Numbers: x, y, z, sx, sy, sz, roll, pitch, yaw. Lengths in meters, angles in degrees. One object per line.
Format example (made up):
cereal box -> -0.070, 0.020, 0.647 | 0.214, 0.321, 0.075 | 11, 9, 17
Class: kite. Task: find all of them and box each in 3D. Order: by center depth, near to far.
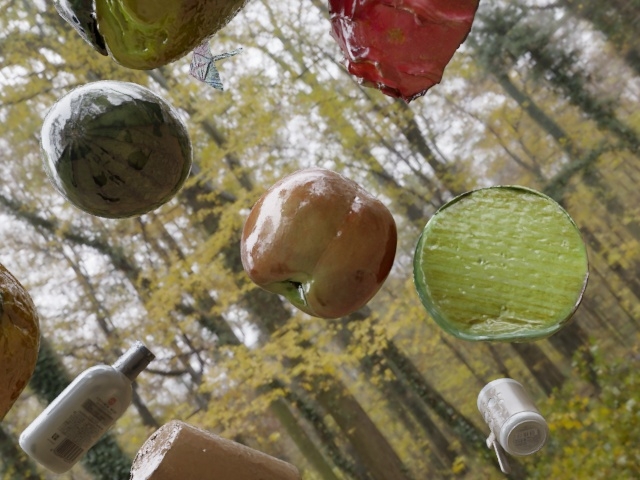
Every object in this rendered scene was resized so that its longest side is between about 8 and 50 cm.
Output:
kite -> -0.210, -0.359, 1.565 | 0.153, 0.137, 0.005 | -20, -1, 36

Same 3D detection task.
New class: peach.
peach -> 0.000, 0.000, 1.320 | 0.252, 0.252, 0.252 | -34, -18, -12

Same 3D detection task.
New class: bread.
bread -> -0.187, -0.389, 1.093 | 0.251, 0.208, 0.376 | -48, 5, 41
bread -> 0.305, 0.039, 1.371 | 0.301, 0.301, 0.045 | -37, -23, -3

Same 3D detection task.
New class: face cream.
face cream -> -0.444, 0.317, 1.562 | 0.291, 0.071, 0.144 | -48, -42, -14

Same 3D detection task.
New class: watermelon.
watermelon -> -0.401, -0.179, 1.608 | 0.279, 0.279, 0.359 | -42, -7, 12

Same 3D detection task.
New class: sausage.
sausage -> -0.163, 0.367, 1.239 | 0.253, 0.123, 0.123 | 29, -60, -25

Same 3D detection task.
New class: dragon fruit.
dragon fruit -> 0.080, -0.293, 1.055 | 0.163, 0.189, 0.262 | -51, 28, -2

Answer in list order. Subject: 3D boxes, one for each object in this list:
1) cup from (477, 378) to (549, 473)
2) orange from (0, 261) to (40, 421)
cup -> 0.262, 0.260, 1.123 | 0.102, 0.074, 0.099 | -51, 19, 11
orange -> -0.422, 0.108, 0.824 | 0.264, 0.264, 0.264 | -34, -18, -12
